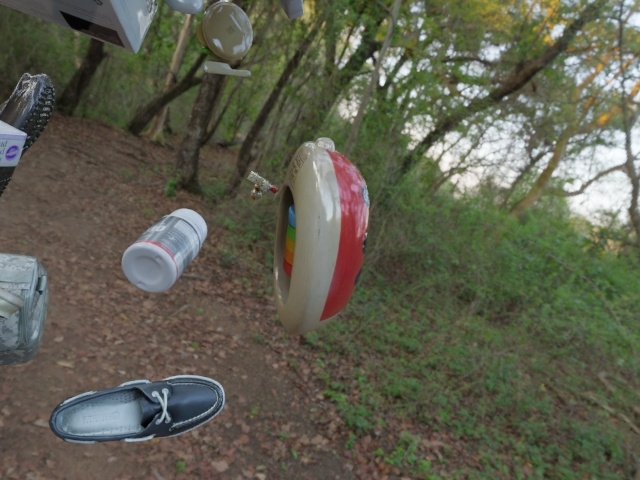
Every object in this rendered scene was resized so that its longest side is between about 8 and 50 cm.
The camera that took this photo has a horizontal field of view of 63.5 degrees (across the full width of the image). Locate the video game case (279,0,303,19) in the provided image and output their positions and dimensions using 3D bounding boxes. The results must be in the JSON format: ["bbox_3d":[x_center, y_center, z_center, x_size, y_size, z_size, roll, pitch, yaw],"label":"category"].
[{"bbox_3d":[-0.118,-0.607,0.889,0.300,0.036,0.329,80,-14,-71],"label":"video game case"}]

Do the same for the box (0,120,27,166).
[{"bbox_3d":[-0.557,-0.141,0.718,0.067,0.063,0.324,27,12,4],"label":"box"}]

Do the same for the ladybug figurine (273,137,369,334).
[{"bbox_3d":[0.000,0.000,1.113,0.162,0.449,0.305,1,32,-15],"label":"ladybug figurine"}]

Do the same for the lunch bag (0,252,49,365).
[{"bbox_3d":[-0.702,0.112,1.004,0.305,0.256,0.212,8,56,-22],"label":"lunch bag"}]

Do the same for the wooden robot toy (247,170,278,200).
[{"bbox_3d":[-0.193,-0.160,1.667,0.076,0.079,0.173,35,1,13],"label":"wooden robot toy"}]

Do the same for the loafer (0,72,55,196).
[{"bbox_3d":[-0.757,-0.244,1.200,0.130,0.366,0.134,32,-1,-12],"label":"loafer"}]

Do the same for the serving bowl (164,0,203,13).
[{"bbox_3d":[-0.283,-0.508,1.074,0.083,0.027,0.083,14,49,-16],"label":"serving bowl"}]

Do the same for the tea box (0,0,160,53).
[{"bbox_3d":[-0.463,-0.593,0.973,0.329,0.323,0.220,19,-10,-5],"label":"tea box"}]

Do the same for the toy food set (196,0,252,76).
[{"bbox_3d":[-0.211,-0.460,1.138,0.132,0.192,0.038,-4,11,-37],"label":"toy food set"}]

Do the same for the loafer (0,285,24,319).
[{"bbox_3d":[-0.592,0.101,0.782,0.268,0.092,0.102,4,-20,0],"label":"loafer"}]

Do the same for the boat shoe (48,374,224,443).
[{"bbox_3d":[-0.322,0.310,0.936,0.302,0.114,0.091,-9,-14,-18],"label":"boat shoe"}]

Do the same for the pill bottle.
[{"bbox_3d":[-0.459,0.020,1.564,0.161,0.161,0.283,26,29,-3],"label":"pill bottle"}]
